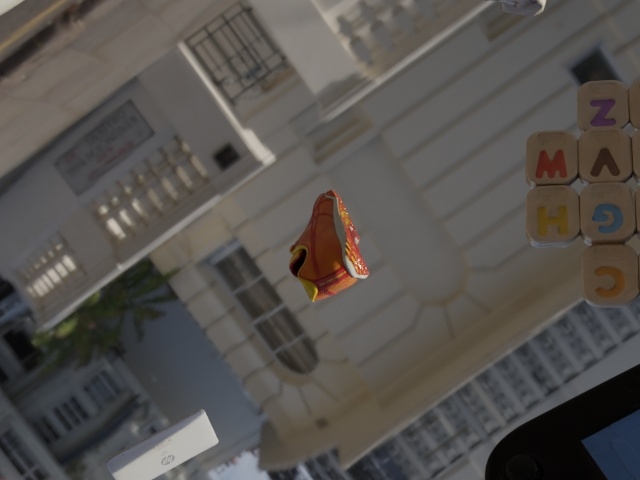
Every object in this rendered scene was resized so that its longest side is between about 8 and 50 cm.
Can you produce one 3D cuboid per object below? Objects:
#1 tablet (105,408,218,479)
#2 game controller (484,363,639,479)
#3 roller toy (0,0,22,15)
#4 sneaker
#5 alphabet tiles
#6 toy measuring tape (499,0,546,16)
[{"bbox_3d":[-0.122,0.165,0.756,0.083,0.006,0.054,-27,140,-12],"label":"tablet"},{"bbox_3d":[0.270,0.132,0.622,0.319,0.067,0.166,-27,-146,-2],"label":"game controller"},{"bbox_3d":[-0.213,-0.147,0.406,0.191,0.146,0.209,2,-144,26],"label":"roller toy"},{"bbox_3d":[0.000,0.000,0.881,0.067,0.064,0.175,-25,-165,8],"label":"sneaker"},{"bbox_3d":[0.361,-0.060,1.030,0.284,0.278,0.021,-1,154,15],"label":"alphabet tiles"},{"bbox_3d":[-0.003,-0.179,0.352,0.121,0.330,0.121,-37,-139,42],"label":"toy measuring tape"}]
